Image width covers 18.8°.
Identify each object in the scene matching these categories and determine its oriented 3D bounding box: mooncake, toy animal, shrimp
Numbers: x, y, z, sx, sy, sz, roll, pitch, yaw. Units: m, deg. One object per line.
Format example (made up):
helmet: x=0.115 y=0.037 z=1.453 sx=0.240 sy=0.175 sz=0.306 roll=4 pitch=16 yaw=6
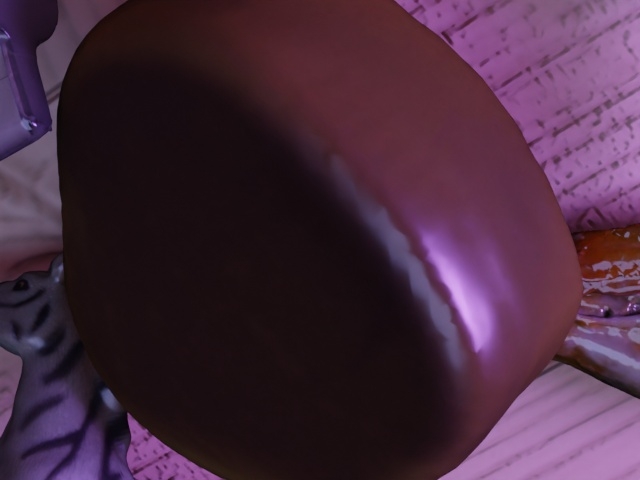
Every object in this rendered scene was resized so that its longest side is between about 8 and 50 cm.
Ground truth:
mooncake: x=0.000 y=0.000 z=0.807 sx=0.234 sy=0.117 sz=0.235 roll=20 pitch=128 yaw=28
toy animal: x=-0.129 y=0.145 z=0.892 sx=0.170 sy=0.090 sz=0.255 roll=-27 pitch=94 yaw=-8
shrimp: x=0.157 y=0.026 z=0.867 sx=0.217 sy=0.051 sz=0.115 roll=15 pitch=119 yaw=1

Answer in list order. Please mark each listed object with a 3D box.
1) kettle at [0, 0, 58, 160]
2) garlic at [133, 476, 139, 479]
kettle: x=-0.193 y=-0.082 z=0.811 sx=0.148 sy=0.127 sz=0.098 roll=-23 pitch=131 yaw=21
garlic: x=-0.118 y=0.185 z=0.993 sx=0.159 sy=0.102 sz=0.147 roll=-24 pitch=103 yaw=11
